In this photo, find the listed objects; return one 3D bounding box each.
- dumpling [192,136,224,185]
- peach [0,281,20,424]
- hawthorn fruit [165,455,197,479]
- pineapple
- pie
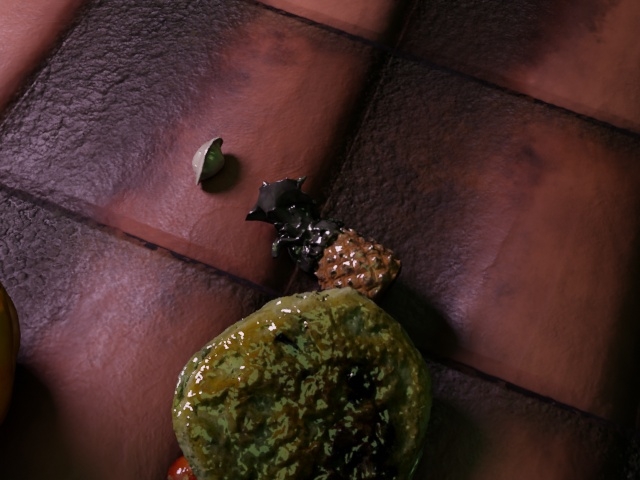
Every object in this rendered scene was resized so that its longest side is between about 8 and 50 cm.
[{"bbox_3d":[-0.165,-0.123,1.096,0.077,0.059,0.043,-40,82,-20],"label":"dumpling"},{"bbox_3d":[-0.490,0.138,0.803,0.308,0.289,0.288,-11,63,-18],"label":"peach"},{"bbox_3d":[-0.148,0.289,0.868,0.077,0.077,0.077,2,61,-4],"label":"hawthorn fruit"},{"bbox_3d":[0.000,0.000,1.016,0.237,0.111,0.119,37,90,15],"label":"pineapple"},{"bbox_3d":[-0.005,0.210,0.879,0.323,0.070,0.323,5,73,-16],"label":"pie"}]
